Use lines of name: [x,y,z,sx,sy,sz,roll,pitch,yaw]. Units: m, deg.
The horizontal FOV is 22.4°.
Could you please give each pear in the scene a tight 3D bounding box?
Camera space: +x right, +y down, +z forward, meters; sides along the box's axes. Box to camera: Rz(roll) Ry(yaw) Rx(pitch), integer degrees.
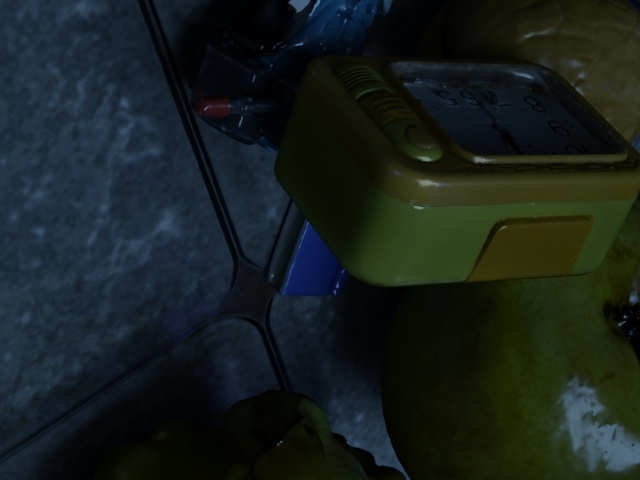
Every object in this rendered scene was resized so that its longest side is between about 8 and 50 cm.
pear: [0.185,0.099,1.259,0.304,0.304,0.304,-21,131,-27]

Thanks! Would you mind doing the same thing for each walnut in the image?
walnut: [0.163,-0.119,1.179,0.206,0.159,0.159,9,113,-44]

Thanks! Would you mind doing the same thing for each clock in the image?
clock: [0.087,-0.047,1.006,0.202,0.143,0.096,-2,126,-33]

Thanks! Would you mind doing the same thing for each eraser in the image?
eraser: [0.000,0.000,1.221,0.063,0.027,0.085,2,117,-42]

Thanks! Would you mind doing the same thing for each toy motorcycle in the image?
toy motorcycle: [-0.012,-0.179,1.020,0.182,0.123,0.272,-6,123,-49]

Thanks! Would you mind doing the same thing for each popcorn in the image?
popcorn: [-0.056,0.285,1.192,0.321,0.290,0.326,-27,112,-1]

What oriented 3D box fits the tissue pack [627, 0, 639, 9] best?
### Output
tissue pack: [0.246,-0.186,1.224,0.193,0.122,0.026,25,108,-46]
